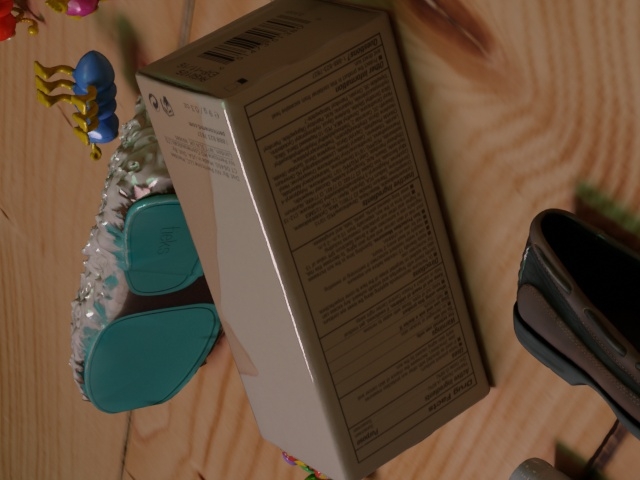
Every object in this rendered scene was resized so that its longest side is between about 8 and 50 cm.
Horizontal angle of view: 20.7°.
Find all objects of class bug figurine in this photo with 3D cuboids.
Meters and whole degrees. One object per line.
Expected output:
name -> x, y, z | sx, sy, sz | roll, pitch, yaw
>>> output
bug figurine -> -0.245, -0.208, 1.521 | 0.279, 0.072, 0.216 | 43, 144, 37

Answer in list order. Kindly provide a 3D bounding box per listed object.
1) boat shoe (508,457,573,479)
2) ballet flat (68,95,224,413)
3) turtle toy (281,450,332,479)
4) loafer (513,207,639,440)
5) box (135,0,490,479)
boat shoe -> 0.155, 0.245, 1.310 | 0.081, 0.079, 0.227 | 49, 147, 34
ballet flat -> -0.144, 0.009, 1.548 | 0.147, 0.147, 0.409 | 50, 149, 17
turtle toy -> 0.000, 0.176, 1.502 | 0.095, 0.066, 0.130 | 15, 130, 54
loafer -> 0.205, 0.061, 1.009 | 0.267, 0.096, 0.084 | 30, 136, 48
box -> 0.000, 0.000, 1.236 | 0.121, 0.148, 0.311 | 21, 134, 52
